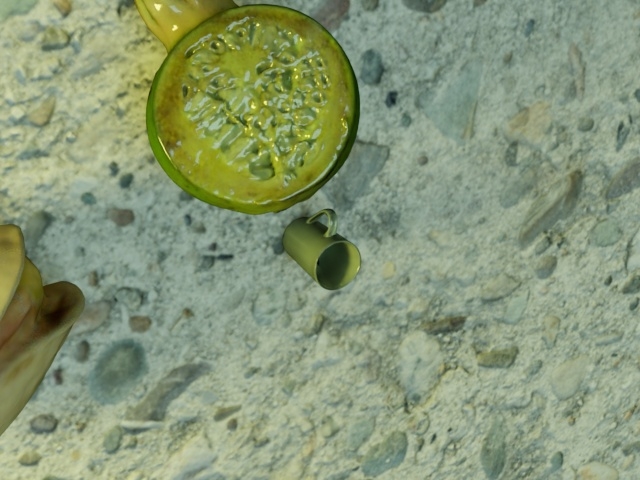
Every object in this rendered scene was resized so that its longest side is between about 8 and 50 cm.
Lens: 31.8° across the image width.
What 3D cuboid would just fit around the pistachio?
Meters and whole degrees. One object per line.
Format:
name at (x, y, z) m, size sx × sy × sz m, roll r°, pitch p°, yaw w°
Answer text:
pistachio at (-0.342, 0.118, 0.958) m, size 0.299 × 0.187 × 0.187 m, roll -44°, pitch 126°, yaw -11°

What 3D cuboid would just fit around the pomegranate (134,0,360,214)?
pomegranate at (-0.086, -0.130, 1.024) m, size 0.241 × 0.159 × 0.190 m, roll 27°, pitch 88°, yaw -8°

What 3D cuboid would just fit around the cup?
cup at (-0.004, 0.004, 1.164) m, size 0.054 × 0.083 × 0.075 m, roll -33°, pitch 124°, yaw -14°
